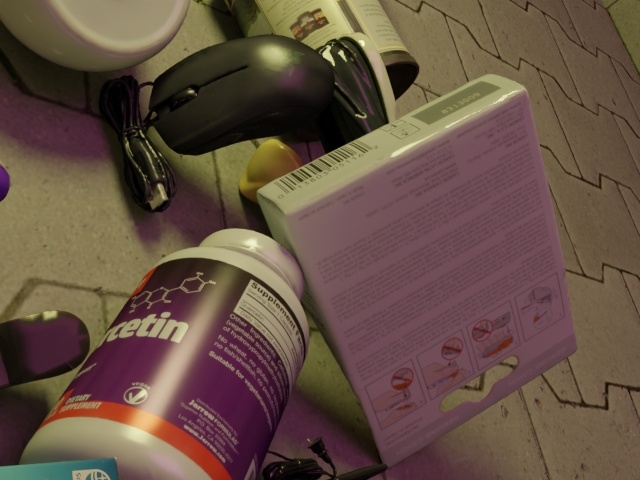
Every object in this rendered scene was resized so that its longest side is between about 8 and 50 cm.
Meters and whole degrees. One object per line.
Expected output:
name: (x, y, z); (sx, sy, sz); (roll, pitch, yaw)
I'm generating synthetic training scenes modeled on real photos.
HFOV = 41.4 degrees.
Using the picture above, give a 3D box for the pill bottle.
pill bottle: (-0.120, 0.130, 0.778); (0.181, 0.181, 0.323); (43, 37, -15)

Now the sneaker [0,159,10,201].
sneaker: (-0.398, -0.026, 0.678); (0.293, 0.102, 0.146); (7, 63, -41)

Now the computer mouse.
computer mouse: (-0.114, -0.160, 0.965); (0.072, 0.272, 0.188); (78, -11, -68)

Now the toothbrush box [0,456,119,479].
toothbrush box: (-0.288, 0.225, 0.487); (0.295, 0.216, 0.126); (11, 54, -44)

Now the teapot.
teapot: (-0.286, -0.304, 0.952); (0.256, 0.187, 0.253); (42, 62, -43)

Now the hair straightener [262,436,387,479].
hair straightener: (-0.012, 0.260, 0.917); (0.230, 0.047, 0.089); (6, 57, -40)

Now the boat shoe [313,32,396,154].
boat shoe: (0.053, -0.085, 1.049); (0.113, 0.127, 0.340); (-19, 95, -29)

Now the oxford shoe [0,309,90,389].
oxford shoe: (-0.305, 0.103, 0.698); (0.212, 0.076, 0.076); (-2, 79, -31)

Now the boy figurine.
boy figurine: (0.000, 0.000, 1.092); (0.285, 0.092, 0.177); (49, 37, -5)

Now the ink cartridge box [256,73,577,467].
ink cartridge box: (0.134, 0.043, 1.000); (0.091, 0.308, 0.385); (41, -24, 56)

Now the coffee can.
coffee can: (-0.009, -0.314, 1.239); (0.201, 0.201, 0.275); (-15, 73, -52)
